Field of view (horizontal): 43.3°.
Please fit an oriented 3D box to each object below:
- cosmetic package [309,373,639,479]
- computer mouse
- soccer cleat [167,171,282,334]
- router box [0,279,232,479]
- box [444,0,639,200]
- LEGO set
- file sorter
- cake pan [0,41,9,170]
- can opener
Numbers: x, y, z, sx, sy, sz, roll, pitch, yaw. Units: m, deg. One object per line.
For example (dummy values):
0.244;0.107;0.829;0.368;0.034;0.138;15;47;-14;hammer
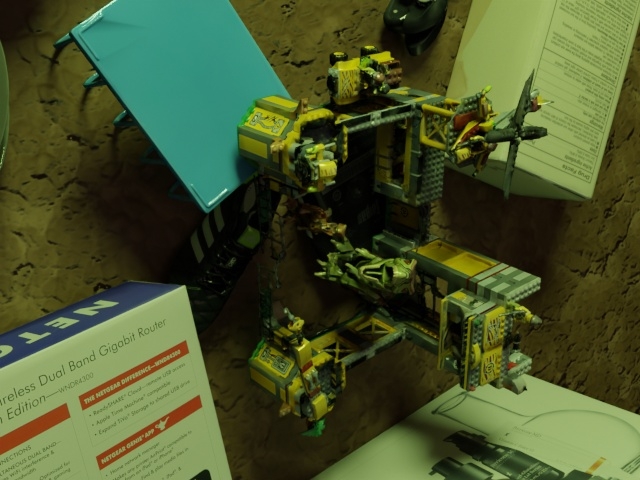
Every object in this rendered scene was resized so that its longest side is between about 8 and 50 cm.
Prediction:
0.138;0.273;0.773;0.377;0.284;0.097;-26;108;-26;cosmetic package
0.000;0.000;0.788;0.184;0.060;0.262;-38;125;-26;computer mouse
-0.084;0.006;0.727;0.060;0.072;0.178;30;81;-30;soccer cleat
-0.217;0.226;0.614;0.335;0.082;0.301;-25;109;-46;router box
0.241;-0.211;0.863;0.148;0.121;0.311;19;87;-31;box
0.074;0.019;0.672;0.255;0.192;0.331;-12;116;-40;LEGO set
-0.120;-0.128;0.669;0.118;0.104;0.170;-44;116;-20;file sorter
-0.333;-0.110;0.515;0.293;0.054;0.293;13;71;-43;cake pan
0.120;-0.283;0.829;0.059;0.073;0.186;23;79;8;can opener
